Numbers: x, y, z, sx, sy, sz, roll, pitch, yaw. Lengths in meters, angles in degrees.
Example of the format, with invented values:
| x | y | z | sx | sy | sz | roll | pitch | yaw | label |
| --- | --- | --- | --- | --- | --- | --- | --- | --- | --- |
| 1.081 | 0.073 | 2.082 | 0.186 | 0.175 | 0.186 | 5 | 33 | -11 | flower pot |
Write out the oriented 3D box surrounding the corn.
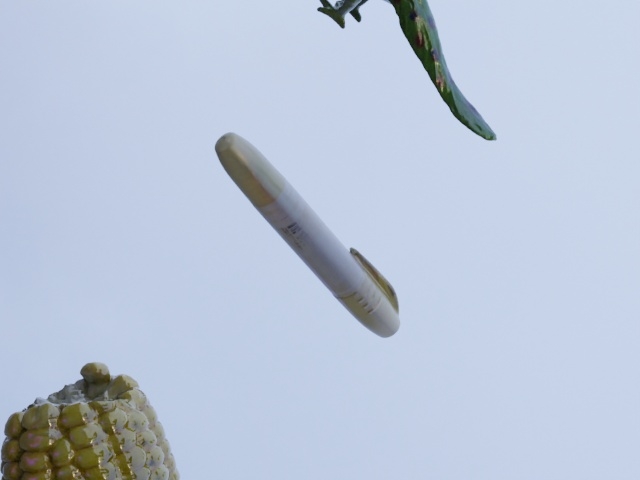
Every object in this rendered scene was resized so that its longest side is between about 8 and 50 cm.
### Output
| x | y | z | sx | sy | sz | roll | pitch | yaw | label |
| --- | --- | --- | --- | --- | --- | --- | --- | --- | --- |
| -0.080 | 0.170 | 0.391 | 0.080 | 0.080 | 0.238 | 1 | -76 | 53 | corn |

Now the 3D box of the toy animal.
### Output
| x | y | z | sx | sy | sz | roll | pitch | yaw | label |
| --- | --- | --- | --- | --- | --- | --- | --- | --- | --- |
| 0.044 | -0.153 | 0.639 | 0.075 | 0.041 | 0.217 | -19 | -77 | 49 | toy animal |

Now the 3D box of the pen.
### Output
| x | y | z | sx | sy | sz | roll | pitch | yaw | label |
| --- | --- | --- | --- | --- | --- | --- | --- | --- | --- |
| 0.000 | 0.000 | 0.673 | 0.032 | 0.040 | 0.233 | 30 | -15 | 48 | pen |
